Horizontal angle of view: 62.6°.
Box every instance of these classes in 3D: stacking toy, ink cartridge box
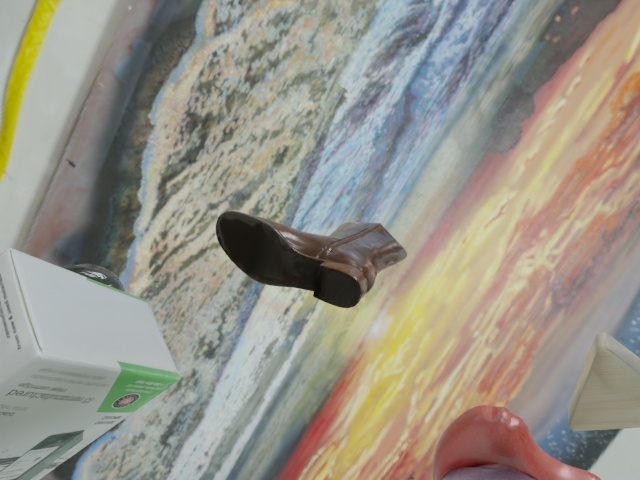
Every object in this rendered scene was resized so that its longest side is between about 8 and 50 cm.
[{"bbox_3d":[0.242,0.249,0.400,0.130,0.309,0.279,-51,169,-54],"label":"stacking toy"},{"bbox_3d":[-0.329,0.164,0.536,0.289,0.121,0.211,-36,154,4],"label":"ink cartridge box"}]

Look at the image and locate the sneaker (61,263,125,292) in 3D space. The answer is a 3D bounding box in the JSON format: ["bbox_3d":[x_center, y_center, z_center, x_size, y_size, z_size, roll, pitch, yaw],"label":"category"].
[{"bbox_3d":[-0.462,0.156,0.812,0.447,0.169,0.257,-38,-163,8],"label":"sneaker"}]

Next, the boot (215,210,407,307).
[{"bbox_3d":[0.000,0.000,0.357,0.114,0.106,0.037,-35,150,-63],"label":"boot"}]
